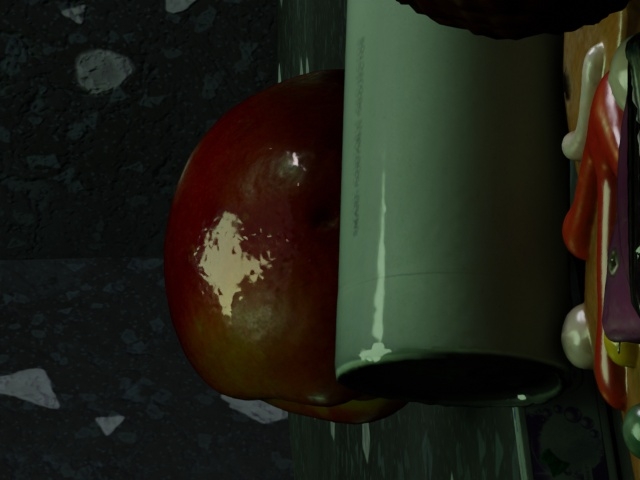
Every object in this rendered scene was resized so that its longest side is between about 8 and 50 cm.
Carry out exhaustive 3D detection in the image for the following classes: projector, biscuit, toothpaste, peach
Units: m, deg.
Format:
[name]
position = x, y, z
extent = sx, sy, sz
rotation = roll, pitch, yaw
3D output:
[projector]
position = 0.065, -0.096, 0.899
extent = 0.108, 0.108, 0.337
rotation = 106, 166, -73
[biscuit]
position = 0.126, 0.007, 0.746
extent = 0.205, 0.049, 0.324
rotation = 95, 174, -56
[toothpaste]
position = 0.110, 0.087, 0.910
extent = 0.040, 0.047, 0.196
rotation = 104, 164, -58
[peach]
position = 0.000, 0.000, 1.274
extent = 0.243, 0.199, 0.243
rotation = -174, 90, -78

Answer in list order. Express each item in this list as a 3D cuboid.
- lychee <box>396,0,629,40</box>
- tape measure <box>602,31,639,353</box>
[lychee]
position = 0.067, -0.162, 0.654
extent = 0.194, 0.194, 0.194
rotation = 179, 90, -85
[tape measure]
position = 0.123, -0.017, 0.551
extent = 0.118, 0.074, 0.125
rotation = 161, 112, -80
